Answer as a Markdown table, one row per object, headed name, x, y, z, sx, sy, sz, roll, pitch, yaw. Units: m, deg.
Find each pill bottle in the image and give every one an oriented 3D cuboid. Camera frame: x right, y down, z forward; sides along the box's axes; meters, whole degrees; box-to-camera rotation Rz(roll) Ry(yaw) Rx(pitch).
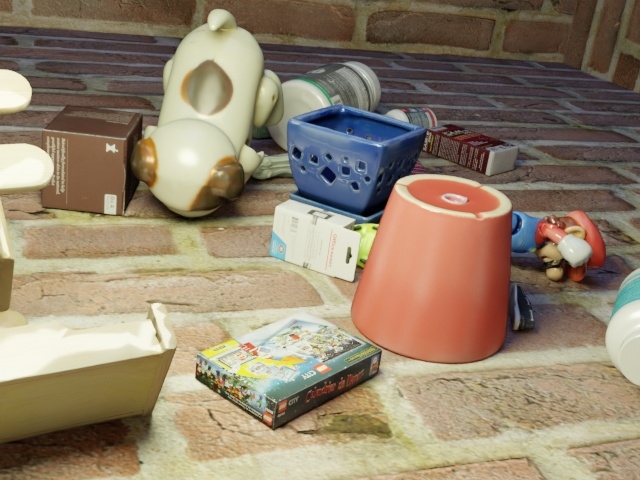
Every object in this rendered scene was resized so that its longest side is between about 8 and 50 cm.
| name | x | y | z | sx | sy | sz | roll | pitch | yaw |
| --- | --- | --- | --- | --- | --- | --- | --- | --- | --- |
| pill bottle | 0.019 | -0.375 | 2.380 | 0.204 | 0.204 | 0.361 | 18 | 28 | 22 |
| pill bottle | 0.240 | -0.327 | 2.491 | 0.180 | 0.108 | 0.108 | -10 | 29 | -38 |
| pill bottle | 0.551 | 0.145 | 1.421 | 0.146 | 0.146 | 0.264 | 17 | 24 | 20 |

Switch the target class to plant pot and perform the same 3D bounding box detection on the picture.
| name | x | y | z | sx | sy | sz | roll | pitch | yaw |
| --- | --- | --- | --- | --- | --- | --- | --- | --- | --- |
| plant pot | 0.200 | 0.034 | 1.440 | 0.275 | 0.243 | 0.275 | 7 | 23 | -3 |
| plant pot | 0.070 | -0.160 | 1.898 | 0.236 | 0.212 | 0.236 | 19 | 26 | 25 |

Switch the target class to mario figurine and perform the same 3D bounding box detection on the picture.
| name | x | y | z | sx | sy | sz | roll | pitch | yaw |
| --- | --- | --- | --- | --- | --- | --- | --- | --- | --- |
| mario figurine | 0.414 | 0.014 | 1.716 | 0.320 | 0.170 | 0.198 | 15 | 32 | -9 |

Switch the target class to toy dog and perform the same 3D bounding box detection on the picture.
| name | x | y | z | sx | sy | sz | roll | pitch | yaw |
| --- | --- | --- | --- | --- | --- | --- | --- | --- | --- |
| toy dog | -0.227 | -0.229 | 1.795 | 0.284 | 0.395 | 0.408 | 19 | 55 | -8 |

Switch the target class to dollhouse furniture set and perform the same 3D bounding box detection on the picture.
| name | x | y | z | sx | sy | sz | roll | pitch | yaw |
| --- | --- | --- | --- | --- | --- | --- | --- | --- | --- |
| dollhouse furniture set | -0.376 | 0.038 | 1.117 | 0.256 | 0.362 | 0.394 | -6 | 54 | -29 |

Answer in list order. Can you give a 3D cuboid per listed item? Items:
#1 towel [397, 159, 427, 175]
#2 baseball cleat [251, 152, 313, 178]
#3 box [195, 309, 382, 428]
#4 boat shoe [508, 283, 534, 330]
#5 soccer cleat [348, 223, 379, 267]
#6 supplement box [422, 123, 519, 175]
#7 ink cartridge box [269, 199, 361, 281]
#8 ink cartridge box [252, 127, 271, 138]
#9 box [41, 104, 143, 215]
| name | x | y | z | sx | sy | sz | roll | pitch | yaw |
| --- | --- | --- | --- | --- | --- | --- | --- | --- | --- |
| towel | 0.167 | -0.212 | 2.294 | 0.199 | 0.031 | 0.275 | 5 | 23 | -8 |
| baseball cleat | -0.094 | -0.189 | 2.099 | 0.206 | 0.072 | 0.109 | -2 | 18 | -32 |
| box | -0.043 | 0.180 | 1.263 | 0.159 | 0.044 | 0.233 | 25 | 28 | 35 |
| boat shoe | 0.360 | 0.120 | 1.545 | 0.038 | 0.046 | 0.125 | 9 | 25 | 3 |
| soccer cleat | 0.176 | 0.028 | 1.685 | 0.289 | 0.093 | 0.121 | 7 | -8 | 8 |
| supplement box | 0.421 | -0.259 | 2.438 | 0.239 | 0.073 | 0.130 | 26 | 29 | 38 |
| ink cartridge box | 0.000 | 0.000 | 1.634 | 0.180 | 0.104 | 0.060 | 18 | 23 | 21 |
| ink cartridge box | -0.186 | -0.356 | 2.486 | 0.171 | 0.056 | 0.235 | -13 | 29 | -41 |
| box | -0.470 | -0.171 | 1.795 | 0.167 | 0.168 | 0.203 | 7 | 22 | -4 |
